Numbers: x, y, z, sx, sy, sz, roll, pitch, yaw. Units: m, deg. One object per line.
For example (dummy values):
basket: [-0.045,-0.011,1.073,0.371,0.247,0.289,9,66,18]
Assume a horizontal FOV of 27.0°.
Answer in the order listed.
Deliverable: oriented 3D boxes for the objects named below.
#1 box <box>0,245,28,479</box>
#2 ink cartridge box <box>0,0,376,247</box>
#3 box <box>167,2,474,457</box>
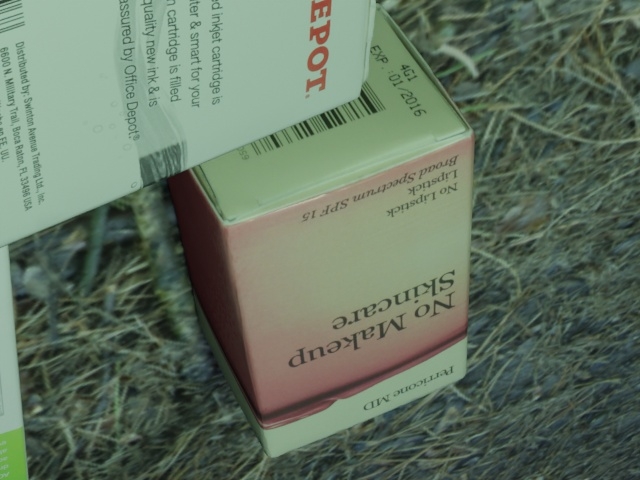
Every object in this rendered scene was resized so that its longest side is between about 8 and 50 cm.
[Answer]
box: [-0.289,0.062,0.742,0.232,0.058,0.322,-13,138,-21]
ink cartridge box: [-0.114,-0.117,0.571,0.273,0.114,0.197,-24,143,-24]
box: [0.000,0.000,0.801,0.149,0.126,0.232,-21,141,-12]
